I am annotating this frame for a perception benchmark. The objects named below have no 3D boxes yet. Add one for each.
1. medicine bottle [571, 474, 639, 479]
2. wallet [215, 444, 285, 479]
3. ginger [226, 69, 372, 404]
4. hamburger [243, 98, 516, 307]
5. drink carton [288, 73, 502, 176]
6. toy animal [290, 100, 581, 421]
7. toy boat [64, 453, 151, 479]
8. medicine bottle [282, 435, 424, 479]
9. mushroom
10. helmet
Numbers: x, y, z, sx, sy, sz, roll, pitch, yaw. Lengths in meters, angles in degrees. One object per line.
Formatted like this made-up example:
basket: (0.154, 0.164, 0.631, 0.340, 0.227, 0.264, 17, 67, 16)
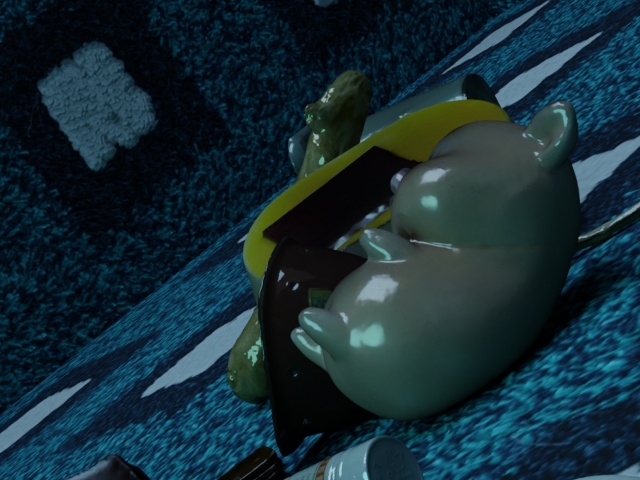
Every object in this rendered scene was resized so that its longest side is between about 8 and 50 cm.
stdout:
medicine bottle: (0.059, 0.180, 0.541, 0.139, 0.139, 0.237, -29, 9, 43)
wallet: (-0.105, 0.226, 1.458, 0.176, 0.026, 0.095, -36, 1, -11)
ginger: (0.000, 0.000, 1.771, 0.148, 0.334, 0.081, 7, 6, -20)
hamburger: (0.075, 0.002, 1.626, 0.295, 0.151, 0.227, -29, 22, -3)
drink carton: (0.104, -0.072, 1.899, 0.189, 0.191, 0.185, -23, 8, 18)
toy animal: (0.101, 0.019, 1.344, 0.250, 0.154, 0.166, -55, 1, -13)
toy boat: (-0.129, 0.232, 1.268, 0.100, 0.097, 0.223, -32, 23, -3)
medicine bottle: (0.017, 0.164, 1.164, 0.089, 0.057, 0.057, -30, 9, 37)
mushroom: (0.232, -0.012, 1.482, 0.286, 0.026, 0.028, -36, -9, 10)
helmet: (0.018, 0.085, 1.446, 0.106, 0.175, 0.155, 2, -16, 16)
